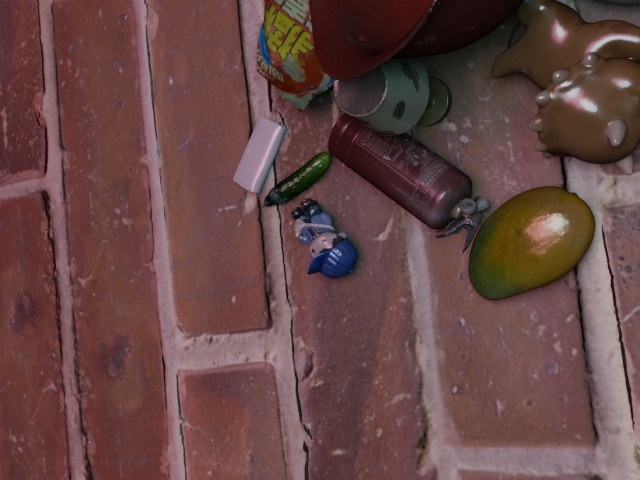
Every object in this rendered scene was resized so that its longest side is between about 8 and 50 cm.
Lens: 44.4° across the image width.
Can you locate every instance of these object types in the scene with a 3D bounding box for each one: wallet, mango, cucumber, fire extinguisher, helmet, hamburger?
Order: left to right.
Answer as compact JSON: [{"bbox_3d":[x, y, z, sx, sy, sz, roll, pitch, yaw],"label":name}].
[{"bbox_3d":[-0.104,-0.145,1.319,0.061,0.025,0.122,32,104,33],"label":"wallet"},{"bbox_3d":[-0.041,-0.092,1.276,0.155,0.037,0.037,-35,72,24],"label":"cucumber"},{"bbox_3d":[0.025,-0.348,1.201,0.276,0.150,0.261,-37,53,41],"label":"hamburger"},{"bbox_3d":[0.132,-0.089,1.142,0.269,0.104,0.105,40,107,24],"label":"fire extinguisher"},{"bbox_3d":[0.154,-0.367,0.941,0.337,0.230,0.385,13,97,59],"label":"helmet"},{"bbox_3d":[0.281,0.007,1.068,0.130,0.092,0.195,48,119,19],"label":"mango"}]

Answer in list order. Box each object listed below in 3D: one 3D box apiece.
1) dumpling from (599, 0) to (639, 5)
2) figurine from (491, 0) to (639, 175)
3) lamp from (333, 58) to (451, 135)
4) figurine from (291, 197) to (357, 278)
[{"bbox_3d":[0.401,-0.408,0.994,0.227,0.243,0.175,-66,20,-9],"label":"dumpling"},{"bbox_3d":[0.319,-0.190,1.000,0.247,0.177,0.173,34,86,14],"label":"figurine"},{"bbox_3d":[0.105,-0.205,1.092,0.121,0.214,0.121,4,97,33],"label":"lamp"},{"bbox_3d":[0.006,0.002,1.238,0.077,0.079,0.136,-44,46,24],"label":"figurine"}]
